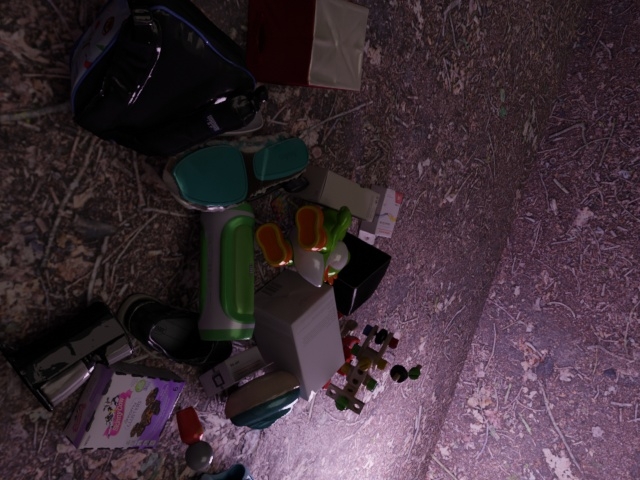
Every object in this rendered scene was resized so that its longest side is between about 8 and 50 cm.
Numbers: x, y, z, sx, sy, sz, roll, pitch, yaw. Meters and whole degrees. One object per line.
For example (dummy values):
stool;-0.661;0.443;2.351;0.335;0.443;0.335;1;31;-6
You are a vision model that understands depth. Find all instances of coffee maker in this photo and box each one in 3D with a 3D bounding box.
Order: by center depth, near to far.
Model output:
coffee maker;-0.456;0.188;0.881;0.178;0.120;0.171;-39;132;-36

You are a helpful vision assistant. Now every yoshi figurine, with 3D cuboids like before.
yoshi figurine;-0.020;-0.016;1.212;0.203;0.203;0.362;-62;159;1

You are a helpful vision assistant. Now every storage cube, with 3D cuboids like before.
storage cube;-0.031;-0.435;1.080;0.215;0.193;0.184;-14;116;-49

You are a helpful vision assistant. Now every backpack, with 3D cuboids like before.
backpack;-0.277;-0.277;0.807;0.263;0.213;0.276;-36;142;18

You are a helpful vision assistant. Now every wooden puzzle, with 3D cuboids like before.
wooden puzzle;-0.108;-0.093;1.285;0.049;0.006;0.083;-47;137;-28

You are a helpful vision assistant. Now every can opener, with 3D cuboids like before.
can opener;-0.114;-0.144;1.217;0.186;0.073;0.059;-21;129;-35

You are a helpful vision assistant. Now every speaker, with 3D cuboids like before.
speaker;-0.205;0.066;1.067;0.131;0.131;0.297;11;75;-53

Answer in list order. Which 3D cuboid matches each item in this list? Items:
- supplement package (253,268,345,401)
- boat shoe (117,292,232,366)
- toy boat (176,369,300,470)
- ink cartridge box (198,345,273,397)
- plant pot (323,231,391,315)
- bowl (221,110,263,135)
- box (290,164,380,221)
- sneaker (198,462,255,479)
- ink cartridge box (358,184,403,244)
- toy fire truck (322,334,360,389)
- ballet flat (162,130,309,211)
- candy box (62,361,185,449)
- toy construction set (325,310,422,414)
supplement package;-0.064;0.261;1.354;0.177;0.175;0.293;-38;132;-38
boat shoe;-0.294;0.223;1.103;0.127;0.113;0.340;-58;141;-17
toy boat;-0.203;0.453;1.245;0.318;0.148;0.267;-16;163;-28
ink cartridge box;-0.209;0.320;1.205;0.104;0.180;0.060;-17;74;-47
plant pot;0.080;0.111;1.481;0.188;0.187;0.167;-36;144;-37
bowl;-0.201;-0.281;1.017;0.142;0.053;0.142;-21;89;-47
box;0.049;-0.131;1.381;0.275;0.113;0.094;15;93;-54
sneaker;-0.217;0.724;1.400;0.366;0.135;0.150;29;86;-53
ink cartridge box;0.199;-0.077;1.625;0.115;0.067;0.198;8;99;-53
toy fire truck;0.059;0.417;1.683;0.135;0.047;0.192;24;85;-51
ballet flat;-0.187;-0.150;1.050;0.409;0.147;0.147;-22;122;-50
candy box;-0.414;0.355;1.045;0.196;0.070;0.165;32;80;-53
toy construction set;0.100;0.382;1.511;0.257;0.309;0.237;-42;173;36
